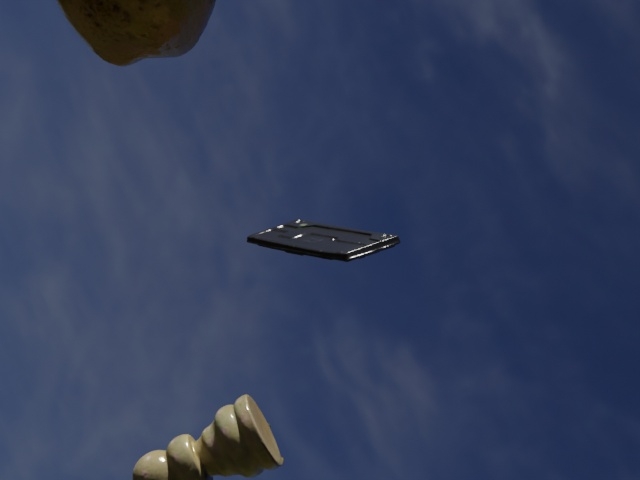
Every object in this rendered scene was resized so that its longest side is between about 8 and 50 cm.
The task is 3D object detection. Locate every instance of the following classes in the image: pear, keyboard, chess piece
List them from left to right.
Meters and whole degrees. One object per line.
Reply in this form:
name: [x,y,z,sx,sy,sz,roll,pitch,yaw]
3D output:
pear: [-0.179,-0.255,1.680,0.178,0.178,0.178,41,-34,36]
chess piece: [-0.138,0.259,2.000,0.094,0.170,0.094,61,3,-6]
keyboard: [0.000,0.000,1.306,0.155,0.053,0.010,11,-64,60]
